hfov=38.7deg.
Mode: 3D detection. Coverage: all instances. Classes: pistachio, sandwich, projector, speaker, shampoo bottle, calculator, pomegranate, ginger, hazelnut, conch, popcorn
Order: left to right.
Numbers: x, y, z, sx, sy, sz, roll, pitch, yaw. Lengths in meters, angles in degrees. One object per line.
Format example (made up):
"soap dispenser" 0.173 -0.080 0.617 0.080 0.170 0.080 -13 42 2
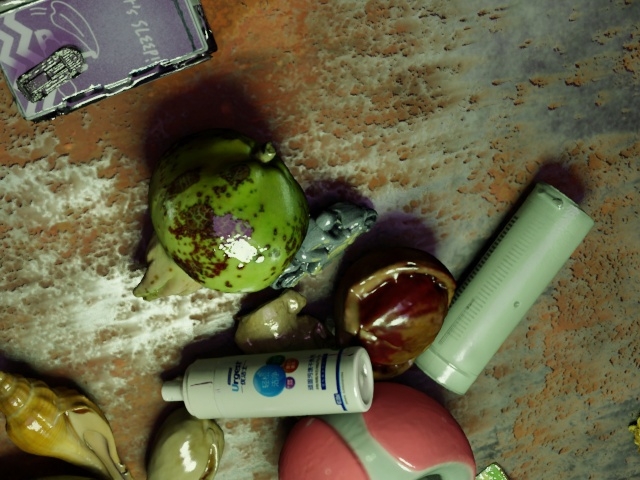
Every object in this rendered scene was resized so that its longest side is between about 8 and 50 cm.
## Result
"conch" -0.362 0.276 1.310 0.109 0.093 0.330 -48 133 -15
"calculator" -0.285 -0.269 1.184 0.274 0.028 0.165 -22 110 -7
"pistachio" -0.204 0.319 1.349 0.113 0.113 0.149 33 104 -21
"pomegranate" -0.155 -0.024 1.199 0.277 0.222 0.204 -22 132 10
"shampoo bottle" -0.082 0.203 1.285 0.303 0.092 0.092 -5 111 18
"ginger" -0.038 0.175 1.358 0.138 0.074 0.213 -23 108 14
"speaker" 0.087 0.345 1.340 0.294 0.294 0.294 -4 108 -13
"hazelnut" 0.105 0.106 1.326 0.170 0.160 0.201 5 98 -10
"sandwich" 0.300 0.446 1.564 0.074 0.074 0.116 -31 79 -3
"projector" 0.274 0.074 1.389 0.108 0.108 0.337 34 96 -21
"popcorn" 0.574 0.334 1.571 0.083 0.057 0.082 -48 118 0

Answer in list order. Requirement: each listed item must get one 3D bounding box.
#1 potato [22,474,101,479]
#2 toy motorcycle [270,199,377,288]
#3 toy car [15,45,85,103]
"potato" -0.416 0.459 1.278 0.359 0.219 0.269 -1 121 -2
"toy motorcycle" 0.000 0.000 1.294 0.193 0.124 0.061 -34 67 -8
"toy car" -0.340 -0.212 1.156 0.093 0.025 0.041 -33 112 2
